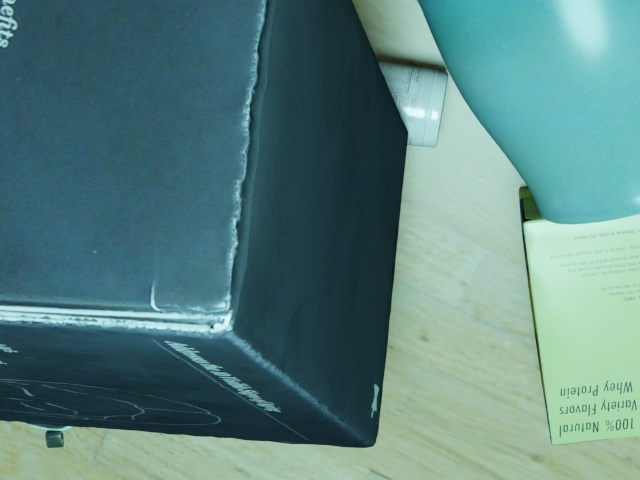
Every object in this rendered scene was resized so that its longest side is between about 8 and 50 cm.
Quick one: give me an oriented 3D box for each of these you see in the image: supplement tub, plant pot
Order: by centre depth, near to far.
[{"bbox_3d":[0.221,-0.159,1.120,0.272,0.271,0.255,-17,102,11],"label":"plant pot"},{"bbox_3d":[0.055,-0.123,1.257,0.107,0.071,0.071,10,106,4],"label":"supplement tub"}]

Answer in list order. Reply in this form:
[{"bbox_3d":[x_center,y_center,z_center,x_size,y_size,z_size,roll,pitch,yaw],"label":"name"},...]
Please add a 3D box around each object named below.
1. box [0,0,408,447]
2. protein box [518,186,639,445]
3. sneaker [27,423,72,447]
[{"bbox_3d":[-0.210,-0.034,1.028,0.472,0.480,0.297,4,76,13],"label":"box"},{"bbox_3d":[0.285,0.051,1.241,0.200,0.136,0.201,-7,104,8],"label":"protein box"},{"bbox_3d":[-0.161,0.121,1.310,0.256,0.151,0.094,-14,101,10],"label":"sneaker"}]
